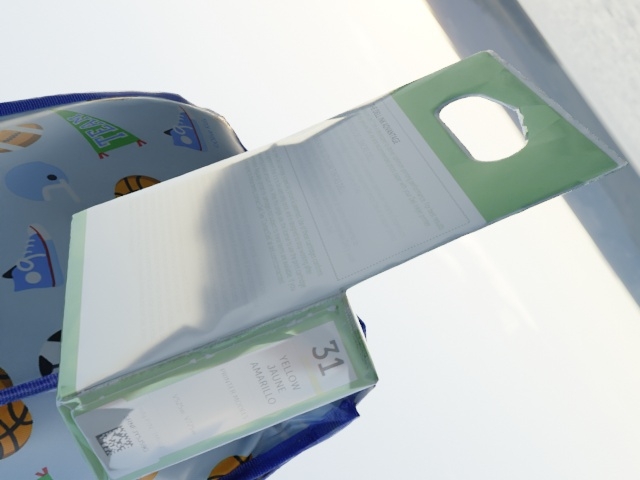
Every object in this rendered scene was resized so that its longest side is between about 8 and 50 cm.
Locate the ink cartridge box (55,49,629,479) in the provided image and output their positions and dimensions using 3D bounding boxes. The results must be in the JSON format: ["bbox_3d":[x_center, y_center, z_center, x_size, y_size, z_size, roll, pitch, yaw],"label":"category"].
[{"bbox_3d":[0.000,0.000,0.460,0.171,0.235,0.056,-112,1,-62],"label":"ink cartridge box"}]

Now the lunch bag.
[{"bbox_3d":[-0.190,0.054,0.783,0.239,0.385,0.328,93,153,-45],"label":"lunch bag"}]
